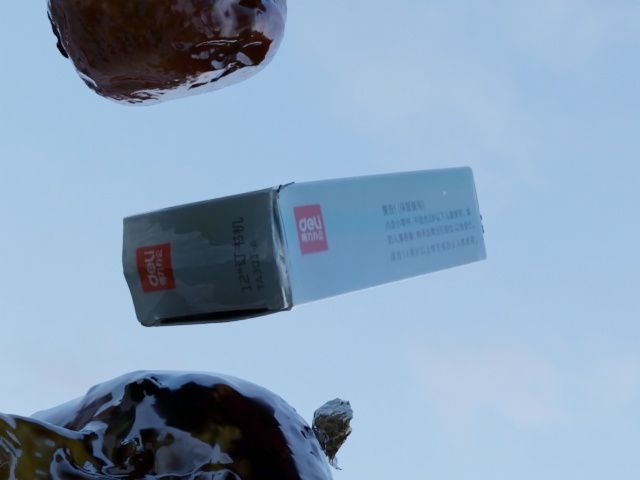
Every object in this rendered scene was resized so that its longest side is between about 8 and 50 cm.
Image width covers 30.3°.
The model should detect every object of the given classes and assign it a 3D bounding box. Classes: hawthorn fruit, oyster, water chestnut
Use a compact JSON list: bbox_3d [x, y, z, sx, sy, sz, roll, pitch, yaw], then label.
[{"bbox_3d":[-0.111,-0.180,0.857,0.174,0.173,0.179,62,-16,-9],"label":"hawthorn fruit"},{"bbox_3d":[0.010,0.157,0.983,0.093,0.034,0.051,105,-19,-46],"label":"oyster"},{"bbox_3d":[-0.135,0.217,0.805,0.335,0.335,0.347,6,-46,39],"label":"water chestnut"}]

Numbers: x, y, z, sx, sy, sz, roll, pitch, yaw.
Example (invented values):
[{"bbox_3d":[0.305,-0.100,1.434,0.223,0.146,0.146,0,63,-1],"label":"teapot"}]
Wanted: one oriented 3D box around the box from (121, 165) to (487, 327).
[{"bbox_3d":[0.000,0.000,0.830,0.135,0.269,0.079,-9,-90,36],"label":"box"}]
